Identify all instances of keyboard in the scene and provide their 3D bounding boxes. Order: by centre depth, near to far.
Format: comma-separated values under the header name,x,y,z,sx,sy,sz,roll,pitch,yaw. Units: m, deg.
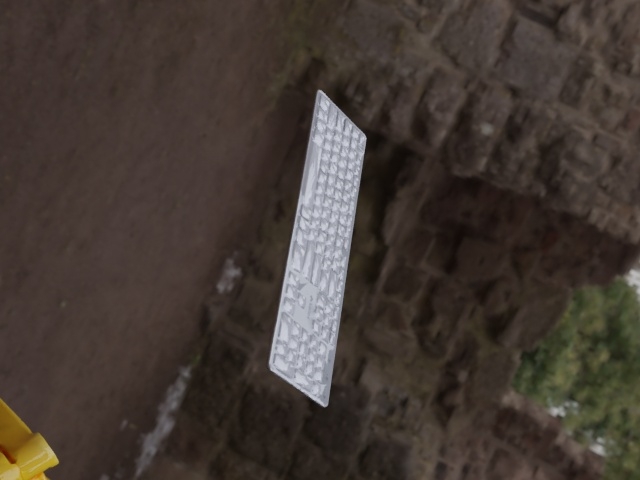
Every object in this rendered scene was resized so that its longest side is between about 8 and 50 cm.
name,x,y,z,sx,sy,sz,roll,pitch,yaw
keyboard,0.000,0.000,0.874,0.072,0.014,0.256,46,43,-44

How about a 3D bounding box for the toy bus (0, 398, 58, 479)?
name,x,y,z,sx,sy,sz,roll,pitch,yaw
toy bus,-0.225,0.128,0.603,0.149,0.220,0.211,-29,122,-29
